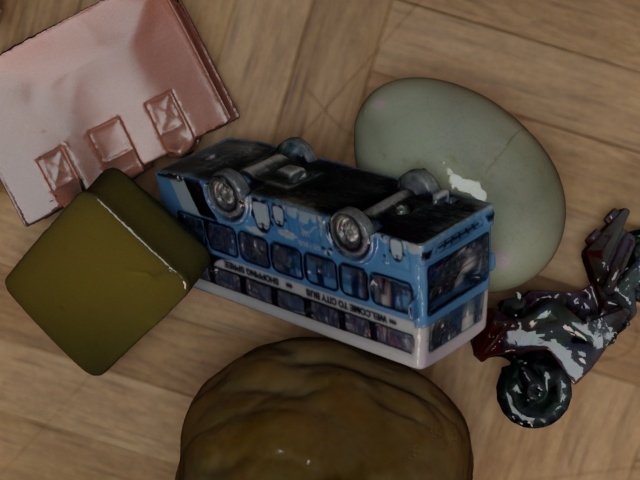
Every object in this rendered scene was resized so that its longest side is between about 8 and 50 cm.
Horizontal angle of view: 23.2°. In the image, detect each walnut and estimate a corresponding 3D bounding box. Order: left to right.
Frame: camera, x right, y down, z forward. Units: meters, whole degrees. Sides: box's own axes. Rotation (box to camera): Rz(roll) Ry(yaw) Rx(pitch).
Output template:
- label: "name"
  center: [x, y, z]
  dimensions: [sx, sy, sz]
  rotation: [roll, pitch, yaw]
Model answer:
- label: "walnut"
  center: [-0.002, 0.230, 1.313]
  dimensions: [0.285, 0.285, 0.296]
  rotation: [6, 75, 2]

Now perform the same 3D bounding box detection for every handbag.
- label: "handbag"
  center: [-0.197, -0.120, 1.381]
  dimensions: [0.212, 0.059, 0.157]
  rotation: [-27, 94, 7]

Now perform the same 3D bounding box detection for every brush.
- label: "brush"
  center: [-0.186, 0.028, 1.348]
  dimensions: [0.123, 0.059, 0.197]
  rotation: [44, 138, -5]

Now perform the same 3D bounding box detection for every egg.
- label: "egg"
  center: [0.115, -0.049, 1.325]
  dimensions: [0.151, 0.151, 0.209]
  rotation: [-45, 90, 7]

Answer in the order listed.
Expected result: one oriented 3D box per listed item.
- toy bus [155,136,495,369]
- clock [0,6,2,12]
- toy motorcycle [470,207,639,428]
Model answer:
- label: "toy bus"
  center: [0.000, 0.000, 1.277]
  dimensions: [0.297, 0.106, 0.131]
  rotation: [18, 124, 40]
- label: "clock"
  center: [-0.326, -0.240, 1.360]
  dimensions: [0.041, 0.087, 0.129]
  rotation: [-42, 94, 2]
- label: "toy motorcycle"
  center: [0.215, 0.058, 1.373]
  dimensions: [0.122, 0.082, 0.213]
  rotation: [43, 86, -2]
